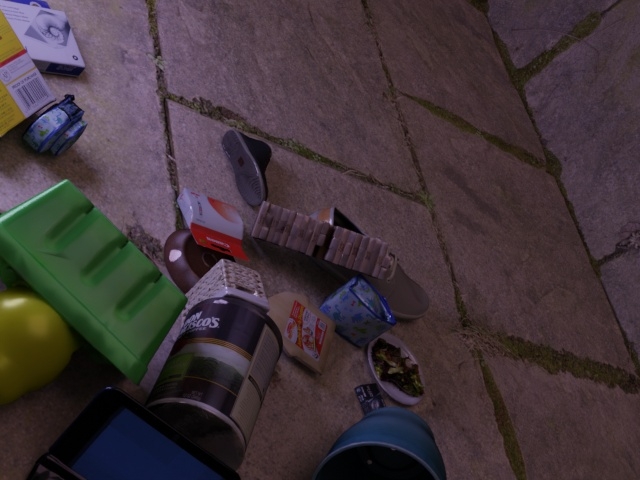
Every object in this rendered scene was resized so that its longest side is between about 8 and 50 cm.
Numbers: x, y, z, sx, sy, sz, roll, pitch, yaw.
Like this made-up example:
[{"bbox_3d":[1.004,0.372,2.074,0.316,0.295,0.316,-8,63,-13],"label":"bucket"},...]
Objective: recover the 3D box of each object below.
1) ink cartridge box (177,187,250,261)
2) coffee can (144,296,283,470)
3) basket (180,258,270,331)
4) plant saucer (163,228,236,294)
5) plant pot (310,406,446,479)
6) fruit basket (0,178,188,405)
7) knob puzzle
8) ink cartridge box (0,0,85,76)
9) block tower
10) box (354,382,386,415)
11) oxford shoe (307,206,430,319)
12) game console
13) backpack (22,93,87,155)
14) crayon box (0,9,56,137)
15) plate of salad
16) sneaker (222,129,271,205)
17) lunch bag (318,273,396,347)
[{"bbox_3d":[-0.232,-0.037,1.946,0.145,0.045,0.179,21,21,-37],"label":"ink cartridge box"},{"bbox_3d":[-0.198,0.268,1.613,0.201,0.201,0.275,40,36,-17],"label":"coffee can"},{"bbox_3d":[-0.198,0.130,1.777,0.113,0.167,0.103,24,38,-34],"label":"basket"},{"bbox_3d":[-0.249,0.050,1.904,0.199,0.036,0.198,30,40,-29],"label":"plant saucer"},{"bbox_3d":[0.136,0.473,1.782,0.271,0.272,0.255,49,20,-4],"label":"plant pot"},{"bbox_3d":[-0.455,0.126,1.466,0.392,0.283,0.391,1,87,-15],"label":"fruit basket"},{"bbox_3d":[-0.058,0.199,1.995,0.213,0.030,0.213,30,40,-29],"label":"knob puzzle"},{"bbox_3d":[-0.648,-0.468,1.906,0.223,0.045,0.223,-4,62,-51],"label":"ink cartridge box"},{"bbox_3d":[0.000,0.000,2.084,0.336,0.097,0.090,19,87,-14],"label":"block tower"},{"bbox_3d":[0.121,0.378,2.048,0.067,0.018,0.083,5,56,-48],"label":"box"},{"bbox_3d":[0.134,0.064,2.259,0.449,0.130,0.169,36,35,-24],"label":"oxford shoe"},{"bbox_3d":[-0.307,0.426,1.369,0.293,0.173,0.250,40,36,-16],"label":"game console"},{"bbox_3d":[-0.534,-0.223,1.761,0.084,0.105,0.114,47,37,-6],"label":"backpack"},{"bbox_3d":[-0.669,-0.362,1.668,0.318,0.081,0.202,63,30,-21],"label":"crayon box"},{"bbox_3d":[0.197,0.314,2.171,0.200,0.048,0.199,30,41,-29],"label":"plate of salad"},{"bbox_3d":[-0.155,-0.181,2.183,0.118,0.083,0.222,6,54,-47],"label":"sneaker"},{"bbox_3d":[0.092,0.176,2.103,0.151,0.129,0.096,47,36,-5],"label":"lunch bag"}]
